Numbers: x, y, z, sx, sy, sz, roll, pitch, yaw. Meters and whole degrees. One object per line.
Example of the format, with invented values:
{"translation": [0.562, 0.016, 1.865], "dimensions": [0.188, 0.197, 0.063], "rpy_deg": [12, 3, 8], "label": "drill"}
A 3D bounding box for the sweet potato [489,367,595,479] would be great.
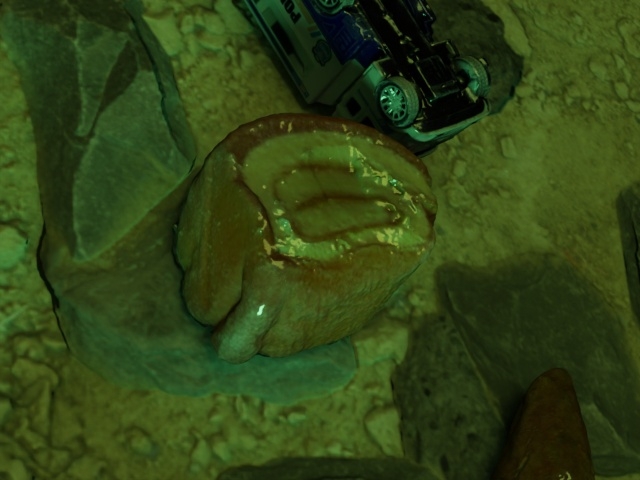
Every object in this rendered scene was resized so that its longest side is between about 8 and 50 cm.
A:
{"translation": [0.194, 0.217, 1.209], "dimensions": [0.097, 0.097, 0.252], "rpy_deg": [26, 46, -15], "label": "sweet potato"}

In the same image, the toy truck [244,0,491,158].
{"translation": [0.036, -0.193, 1.331], "dimensions": [0.124, 0.155, 0.268], "rpy_deg": [-22, 76, -39], "label": "toy truck"}

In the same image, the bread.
{"translation": [-0.004, -0.011, 1.208], "dimensions": [0.244, 0.123, 0.190], "rpy_deg": [-12, 66, -37], "label": "bread"}
